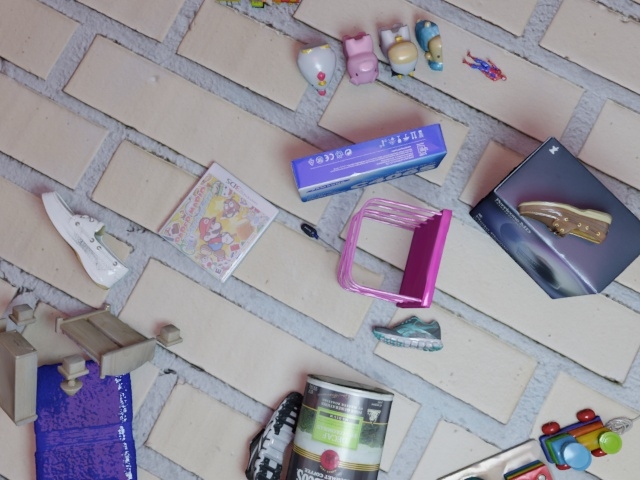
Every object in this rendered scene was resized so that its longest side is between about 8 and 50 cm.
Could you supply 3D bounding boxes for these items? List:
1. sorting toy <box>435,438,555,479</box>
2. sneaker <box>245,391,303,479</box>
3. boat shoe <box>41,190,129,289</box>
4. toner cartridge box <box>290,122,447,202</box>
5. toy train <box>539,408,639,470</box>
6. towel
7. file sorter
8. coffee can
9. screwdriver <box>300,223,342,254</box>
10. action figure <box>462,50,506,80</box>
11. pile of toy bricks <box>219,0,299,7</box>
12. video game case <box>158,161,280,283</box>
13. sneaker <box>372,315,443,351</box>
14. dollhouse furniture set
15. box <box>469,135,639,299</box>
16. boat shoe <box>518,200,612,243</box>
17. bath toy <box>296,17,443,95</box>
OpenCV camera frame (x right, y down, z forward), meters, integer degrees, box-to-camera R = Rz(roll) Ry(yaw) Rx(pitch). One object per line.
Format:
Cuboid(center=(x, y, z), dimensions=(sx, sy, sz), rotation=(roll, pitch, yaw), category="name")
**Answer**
Cuboid(center=(0.428, 0.619, 1.464), dimensions=(0.255, 0.089, 0.257), rotation=(-23, 83, -1), category="sorting toy")
Cuboid(center=(-0.112, 0.454, 1.508), dimensions=(0.078, 0.106, 0.234), rotation=(38, 60, -25), category="sneaker")
Cuboid(center=(-0.561, -0.016, 1.581), dimensions=(0.096, 0.098, 0.277), rotation=(-36, 92, -3), category="boat shoe")
Cuboid(center=(0.111, -0.178, 1.542), dimensions=(0.348, 0.165, 0.075), rotation=(-14, 82, 1), category="toner cartridge box")
Cuboid(center=(0.627, 0.434, 1.454), dimensions=(0.248, 0.143, 0.105), rotation=(-20, 83, -1), category="toy train")
Cuboid(center=(-0.549, 0.434, 1.534), dimensions=(0.228, 0.076, 0.308), rotation=(-5, 82, -6), category="towel")
Cuboid(center=(0.146, 0.030, 1.441), dimensions=(0.182, 0.290, 0.202), rotation=(14, 83, -2), category="file sorter")
Cuboid(center=(0.038, 0.452, 1.443), dimensions=(0.202, 0.201, 0.275), rotation=(12, 83, 3), category="coffee can")
Cuboid(center=(0.000, 0.000, 1.540), dimensions=(0.025, 0.170, 0.024), rotation=(-22, 124, -19), category="screwdriver")
Cuboid(center=(0.413, -0.429, 1.634), dimensions=(0.115, 0.030, 0.038), rotation=(31, 80, 4), category="action figure")
Cuboid(center=(-0.159, -0.656, 1.642), dimensions=(0.212, 0.105, 0.118), rotation=(2, 82, 2), category="pile of toy bricks")
Cuboid(center=(-0.248, -0.044, 1.605), dimensions=(0.206, 0.026, 0.227), rotation=(37, 85, 6), category="video game case")
Cuboid(center=(0.207, 0.214, 1.548), dimensions=(0.167, 0.065, 0.076), rotation=(9, 67, 0), category="sneaker")
Cuboid(center=(-0.559, 0.260, 1.515), dimensions=(0.303, 0.356, 0.173), rotation=(27, 116, 35), category="dollhouse furniture set")
Cuboid(center=(0.510, -0.036, 1.445), dimensions=(0.183, 0.294, 0.296), rotation=(-43, 83, -4), category="box")
Cuboid(center=(0.470, -0.036, 1.267), dimensions=(0.178, 0.064, 0.060), rotation=(12, 84, 3), category="boat shoe")
Cuboid(center=(0.118, -0.439, 1.601), dimensions=(0.348, 0.151, 0.129), rotation=(-11, 118, 1), category="bath toy")
